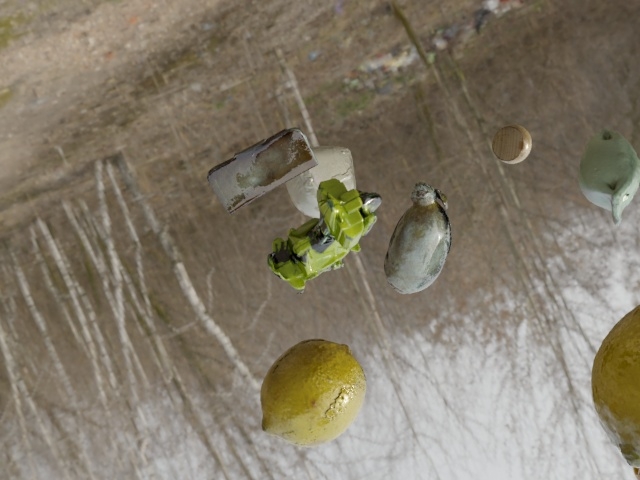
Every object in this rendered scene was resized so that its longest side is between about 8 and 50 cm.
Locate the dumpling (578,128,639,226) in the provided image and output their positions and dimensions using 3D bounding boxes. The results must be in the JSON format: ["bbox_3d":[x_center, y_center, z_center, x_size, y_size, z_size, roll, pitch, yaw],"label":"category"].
[{"bbox_3d":[0.542,-0.108,1.454,0.105,0.149,0.216,-37,-161,34],"label":"dumpling"}]

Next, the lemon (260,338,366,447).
[{"bbox_3d":[-0.024,0.394,2.040,0.310,0.258,0.258,-41,-170,-22],"label":"lemon"}]

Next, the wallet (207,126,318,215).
[{"bbox_3d":[-0.138,-0.173,1.894,0.255,0.137,0.031,-29,-144,-1],"label":"wallet"}]

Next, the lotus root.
[{"bbox_3d":[0.135,0.002,1.080,0.088,0.165,0.088,14,-160,-5],"label":"lotus root"}]

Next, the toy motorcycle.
[{"bbox_3d":[-0.001,-0.002,1.703,0.206,0.142,0.342,-27,165,-32],"label":"toy motorcycle"}]

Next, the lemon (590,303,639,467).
[{"bbox_3d":[0.507,0.186,1.075,0.320,0.245,0.245,-40,-171,-21],"label":"lemon"}]

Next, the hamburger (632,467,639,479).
[{"bbox_3d":[0.675,0.346,1.306,0.212,0.274,0.274,-50,-166,-24],"label":"hamburger"}]

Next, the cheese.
[{"bbox_3d":[0.001,-0.152,2.128,0.198,0.189,0.154,-10,164,-18],"label":"cheese"}]

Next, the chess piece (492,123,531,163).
[{"bbox_3d":[0.405,-0.204,1.677,0.084,0.083,0.038,-20,168,42],"label":"chess piece"}]
